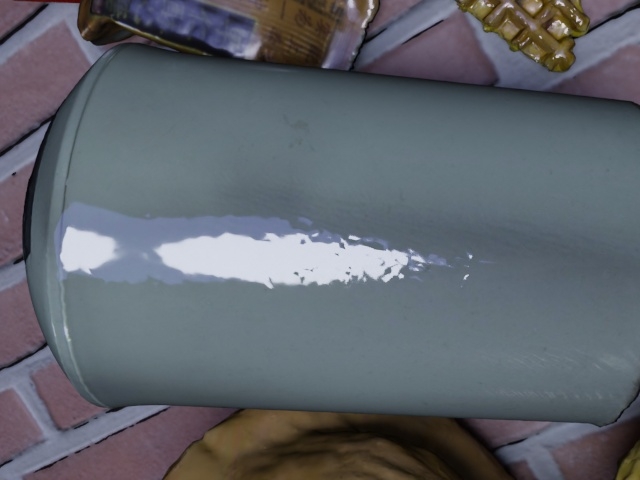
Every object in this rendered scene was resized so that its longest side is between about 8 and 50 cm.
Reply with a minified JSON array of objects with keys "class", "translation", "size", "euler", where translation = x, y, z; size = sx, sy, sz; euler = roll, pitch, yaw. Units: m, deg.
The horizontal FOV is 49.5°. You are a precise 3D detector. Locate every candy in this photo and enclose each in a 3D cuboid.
[{"class":"candy","translation":[-0.091,-0.200,0.631],"size":[0.271,0.101,0.143],"euler":[19,104,5]}]

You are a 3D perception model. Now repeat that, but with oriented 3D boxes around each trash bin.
[{"class":"trash bin","translation":[0.000,0.000,0.536],"size":[0.431,0.280,0.281],"euler":[4,102,4]}]

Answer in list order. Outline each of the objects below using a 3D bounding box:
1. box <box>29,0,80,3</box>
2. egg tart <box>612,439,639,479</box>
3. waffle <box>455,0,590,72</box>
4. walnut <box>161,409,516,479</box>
[{"class":"box","translation":[-0.259,-0.350,0.666],"size":[0.122,0.050,0.230],"euler":[7,102,11]},{"class":"egg tart","translation":[0.383,0.316,0.493],"size":[0.442,0.443,0.178],"euler":[23,141,9]},{"class":"waffle","translation":[0.139,-0.230,0.590],"size":[0.191,0.046,0.161],"euler":[7,102,14]},{"class":"walnut","translation":[0.046,0.315,0.567],"size":[0.383,0.383,0.384],"euler":[3,102,14]}]
